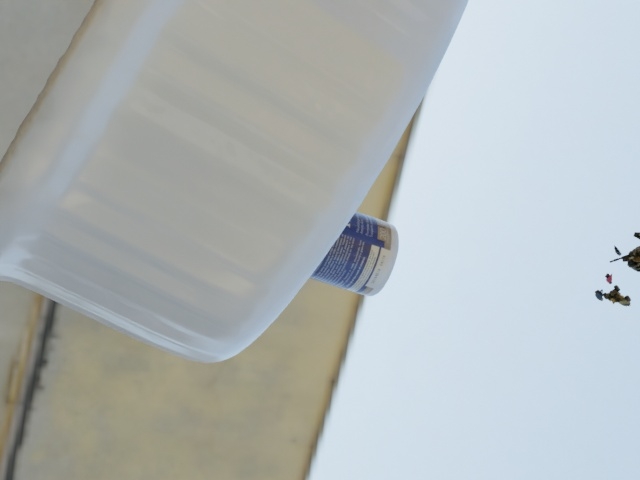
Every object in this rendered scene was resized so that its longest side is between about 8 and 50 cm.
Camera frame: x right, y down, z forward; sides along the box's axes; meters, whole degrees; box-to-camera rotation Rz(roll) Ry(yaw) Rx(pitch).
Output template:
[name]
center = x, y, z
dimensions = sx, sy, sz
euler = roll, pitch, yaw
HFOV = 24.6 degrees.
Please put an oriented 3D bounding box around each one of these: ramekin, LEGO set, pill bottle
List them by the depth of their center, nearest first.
[ramekin]
center = -0.044, -0.076, 0.691
dimensions = 0.277, 0.135, 0.277
euler = -57, -170, 16
[LEGO set]
center = 0.238, 0.021, 1.091
dimensions = 0.083, 0.023, 0.054
euler = -39, -145, -10
[pill bottle]
center = 0.000, 0.000, 1.238
dimensions = 0.067, 0.120, 0.067
euler = -162, -90, -71
